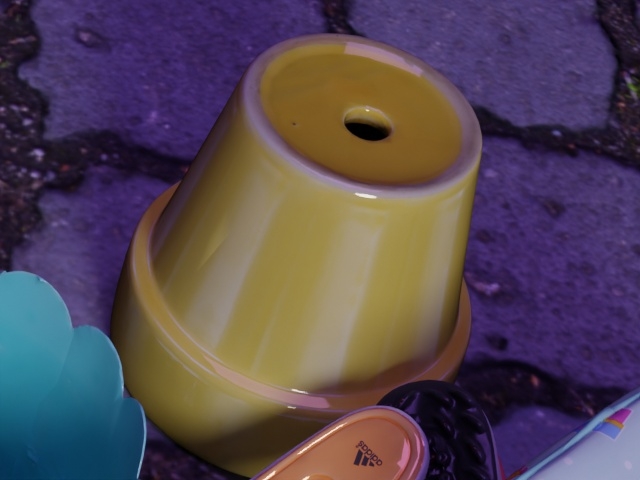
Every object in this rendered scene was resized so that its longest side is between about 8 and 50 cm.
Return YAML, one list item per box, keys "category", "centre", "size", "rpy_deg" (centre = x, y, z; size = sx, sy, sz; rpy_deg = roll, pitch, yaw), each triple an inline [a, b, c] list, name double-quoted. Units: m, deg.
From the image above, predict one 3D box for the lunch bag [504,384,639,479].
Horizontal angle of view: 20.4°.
- category: "lunch bag"
  centre: [0.208, 0.204, 1.028]
  size: [0.279, 0.108, 0.224]
  rpy_deg: [-29, 75, -36]

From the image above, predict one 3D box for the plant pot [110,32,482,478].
- category: "plant pot"
  centre: [0.000, 0.000, 1.227]
  size: [0.254, 0.239, 0.254]
  rpy_deg: [11, 43, -10]

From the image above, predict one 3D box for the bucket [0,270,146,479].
- category: "bucket"
  centre: [-0.243, 0.153, 1.014]
  size: [0.281, 0.183, 0.281]
  rpy_deg: [11, 43, -10]

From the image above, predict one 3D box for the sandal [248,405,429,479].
- category: "sandal"
  centre: [-0.051, 0.180, 1.062]
  size: [0.265, 0.076, 0.102]
  rpy_deg: [-42, 58, -11]

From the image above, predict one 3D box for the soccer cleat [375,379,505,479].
- category: "soccer cleat"
  centre: [0.087, 0.248, 1.105]
  size: [0.109, 0.116, 0.318]
  rpy_deg: [-11, 60, 9]
